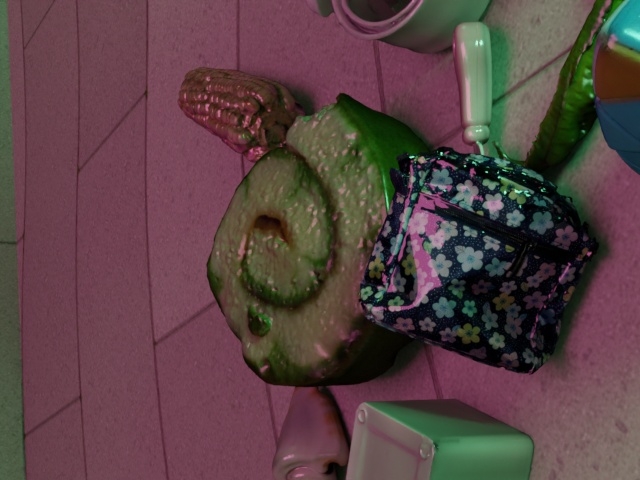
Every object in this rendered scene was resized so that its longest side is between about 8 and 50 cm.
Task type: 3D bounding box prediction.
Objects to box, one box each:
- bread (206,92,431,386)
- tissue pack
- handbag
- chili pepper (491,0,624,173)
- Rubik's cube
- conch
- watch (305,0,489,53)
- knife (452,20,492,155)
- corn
[{"bbox_3d":[0.000,0.000,1.462,0.366,0.129,0.381,14,95,50],"label":"bread"},{"bbox_3d":[0.117,0.315,1.266,0.159,0.136,0.246,21,104,58],"label":"tissue pack"},{"bbox_3d":[0.161,0.015,1.188,0.127,0.229,0.207,-42,-27,-78],"label":"handbag"},{"bbox_3d":[0.276,-0.184,1.140,0.085,0.076,0.359,43,129,13],"label":"chili pepper"},{"bbox_3d":[0.326,-0.118,0.904,0.254,0.255,0.254,-12,76,58],"label":"Rubik's cube"},{"bbox_3d":[-0.010,0.279,1.557,0.104,0.094,0.176,116,172,-53],"label":"conch"},{"bbox_3d":[0.090,-0.360,1.362,0.231,0.196,0.244,31,109,49],"label":"watch"},{"bbox_3d":[0.184,-0.087,1.287,0.081,0.043,0.335,73,-167,-82],"label":"knife"},{"bbox_3d":[-0.129,-0.209,1.768,0.335,0.127,0.126,37,117,59],"label":"corn"}]
